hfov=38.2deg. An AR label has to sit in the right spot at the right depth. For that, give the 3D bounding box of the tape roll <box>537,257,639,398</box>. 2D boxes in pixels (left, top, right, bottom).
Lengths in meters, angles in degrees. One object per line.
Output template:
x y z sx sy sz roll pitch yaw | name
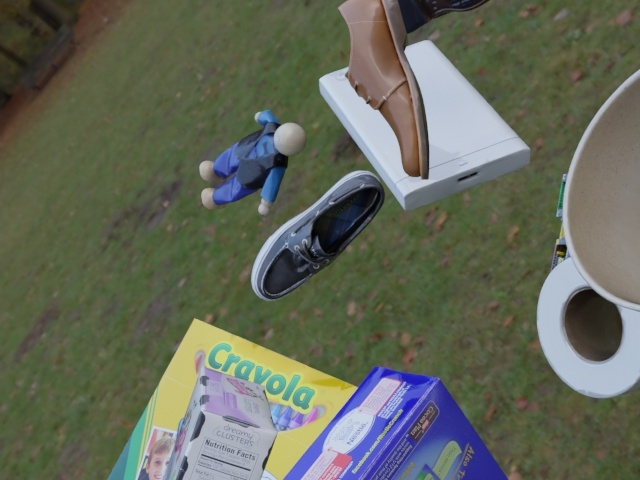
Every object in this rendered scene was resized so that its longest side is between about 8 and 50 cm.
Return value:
0.517 0.138 1.578 0.246 0.169 0.246 5 96 56 | tape roll

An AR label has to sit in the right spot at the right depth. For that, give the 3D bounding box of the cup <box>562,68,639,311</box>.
0.493 -0.041 1.098 0.331 0.237 0.330 -34 45 42 | cup

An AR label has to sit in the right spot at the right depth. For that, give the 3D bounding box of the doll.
-0.077 -0.090 1.102 0.189 0.046 0.129 -26 64 48 | doll

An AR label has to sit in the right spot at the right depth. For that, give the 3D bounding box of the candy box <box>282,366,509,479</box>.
0.098 0.351 1.067 0.268 0.317 0.122 -47 27 -25 | candy box

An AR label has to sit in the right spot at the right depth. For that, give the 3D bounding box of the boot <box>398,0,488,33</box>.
0.212 -0.399 1.447 0.219 0.082 0.106 -14 20 38 | boot

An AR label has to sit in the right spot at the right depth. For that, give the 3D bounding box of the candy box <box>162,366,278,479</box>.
-0.108 0.230 0.834 0.165 0.070 0.196 -149 79 -82 | candy box

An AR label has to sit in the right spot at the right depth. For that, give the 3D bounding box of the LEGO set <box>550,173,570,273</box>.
0.624 -0.008 1.927 0.192 0.255 0.331 2 73 70 | LEGO set

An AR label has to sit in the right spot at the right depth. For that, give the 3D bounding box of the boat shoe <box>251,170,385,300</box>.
0.000 0.000 1.233 0.228 0.080 0.076 -41 19 1 | boat shoe

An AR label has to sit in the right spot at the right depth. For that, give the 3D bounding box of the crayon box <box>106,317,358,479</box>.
-0.112 0.313 1.319 0.363 0.106 0.313 17 75 40 | crayon box

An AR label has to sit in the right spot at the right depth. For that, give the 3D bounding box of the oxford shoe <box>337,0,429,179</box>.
0.069 -0.161 0.982 0.076 0.212 0.076 -16 -6 6 | oxford shoe

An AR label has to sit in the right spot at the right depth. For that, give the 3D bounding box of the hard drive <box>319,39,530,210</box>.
0.172 -0.213 1.616 0.233 0.047 0.353 -21 47 -11 | hard drive
